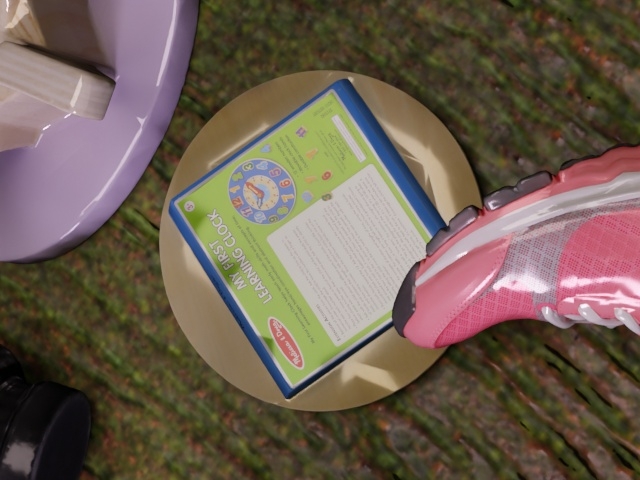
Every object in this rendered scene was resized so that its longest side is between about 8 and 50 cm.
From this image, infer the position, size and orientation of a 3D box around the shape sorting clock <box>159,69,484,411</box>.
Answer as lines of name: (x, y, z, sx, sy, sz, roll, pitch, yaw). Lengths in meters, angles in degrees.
shape sorting clock: (0.000, 0.000, 1.195, 0.206, 0.040, 0.206, -2, 83, 14)

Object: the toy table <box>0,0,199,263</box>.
toy table: (-0.201, -0.124, 1.244, 0.252, 0.161, 0.274, 10, 90, 27)

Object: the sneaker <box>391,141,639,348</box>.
sneaker: (0.186, 0.012, 1.057, 0.314, 0.116, 0.136, -24, 79, 18)

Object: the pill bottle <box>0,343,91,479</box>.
pill bottle: (-0.264, 0.111, 1.258, 0.219, 0.123, 0.122, 15, 91, 13)
